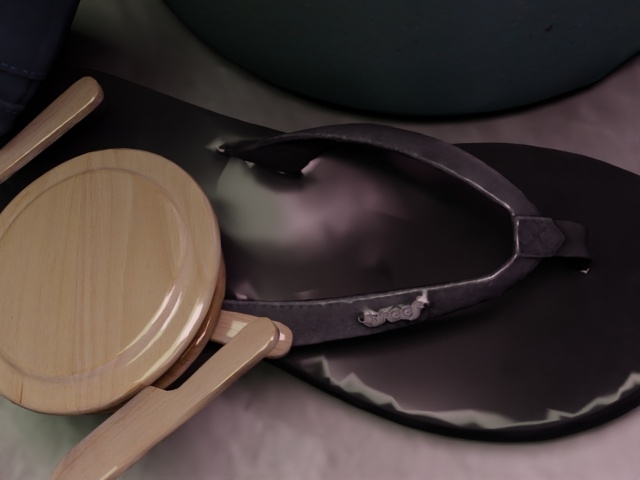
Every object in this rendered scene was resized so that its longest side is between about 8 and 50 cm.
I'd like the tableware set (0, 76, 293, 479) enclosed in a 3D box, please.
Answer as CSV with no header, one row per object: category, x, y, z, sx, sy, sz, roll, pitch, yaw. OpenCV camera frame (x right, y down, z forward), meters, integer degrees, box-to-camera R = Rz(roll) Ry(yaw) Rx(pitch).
tableware set,-0.105,0.052,0.466,0.194,0.039,0.128,-39,56,1

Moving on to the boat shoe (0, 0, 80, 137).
boat shoe,-0.195,-0.102,0.509,0.258,0.109,0.089,22,97,34

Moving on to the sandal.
sandal,-0.001,0.001,0.483,0.254,0.054,0.097,10,72,12

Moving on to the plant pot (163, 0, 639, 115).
plant pot,0.029,-0.213,0.404,0.341,0.334,0.341,-2,69,5
